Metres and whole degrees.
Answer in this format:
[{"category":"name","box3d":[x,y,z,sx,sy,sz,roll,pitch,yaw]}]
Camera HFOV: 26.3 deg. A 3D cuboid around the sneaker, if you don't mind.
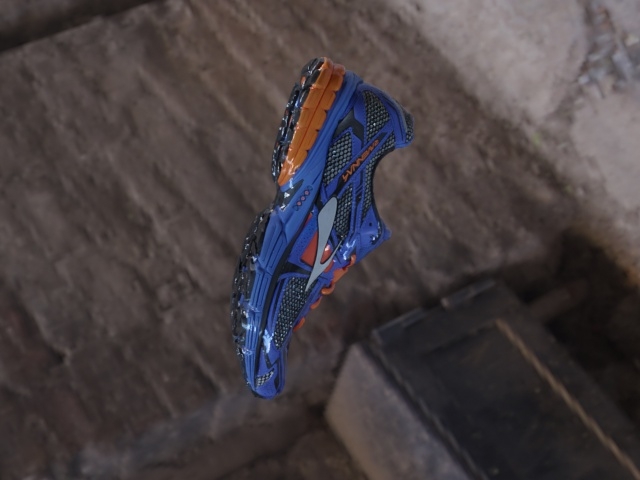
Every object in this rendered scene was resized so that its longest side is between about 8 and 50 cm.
[{"category":"sneaker","box3d":[0.000,0.000,0.869,0.083,0.087,0.221,-115,42,-77]}]
